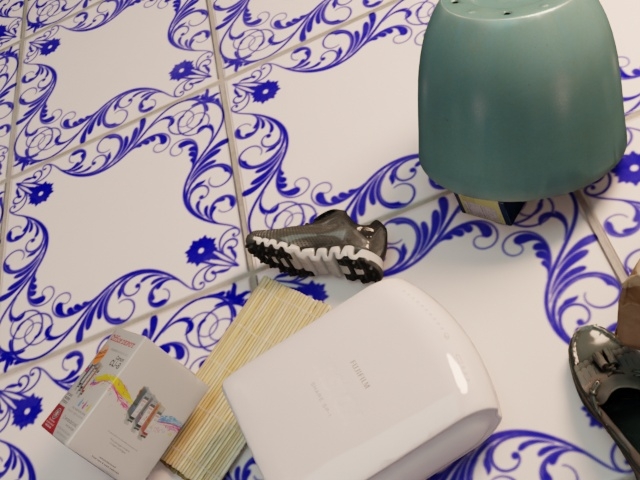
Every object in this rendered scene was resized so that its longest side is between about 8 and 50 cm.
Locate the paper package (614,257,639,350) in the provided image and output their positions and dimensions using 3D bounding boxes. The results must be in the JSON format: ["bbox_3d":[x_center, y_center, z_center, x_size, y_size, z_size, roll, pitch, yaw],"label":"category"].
[{"bbox_3d":[0.520,0.004,0.892,0.324,0.168,0.309,18,65,22],"label":"paper package"}]

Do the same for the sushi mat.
[{"bbox_3d":[-0.118,0.199,1.217,0.151,0.019,0.316,20,66,36],"label":"sushi mat"}]

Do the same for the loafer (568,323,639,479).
[{"bbox_3d":[0.354,0.190,0.934,0.096,0.084,0.268,-26,48,7],"label":"loafer"}]

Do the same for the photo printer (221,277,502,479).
[{"bbox_3d":[0.054,0.201,1.060,0.307,0.107,0.256,-32,49,-1],"label":"photo printer"}]

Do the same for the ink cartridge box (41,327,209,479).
[{"bbox_3d":[-0.270,0.230,1.175,0.176,0.127,0.128,-55,26,-19],"label":"ink cartridge box"}]

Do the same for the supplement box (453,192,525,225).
[{"bbox_3d":[0.250,-0.078,1.213,0.083,0.056,0.083,19,65,36],"label":"supplement box"}]

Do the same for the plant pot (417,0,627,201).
[{"bbox_3d":[0.267,-0.232,1.149,0.293,0.235,0.293,-8,36,6],"label":"plant pot"}]

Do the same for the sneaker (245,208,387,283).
[{"bbox_3d":[0.000,0.000,1.274,0.234,0.078,0.106,7,56,27],"label":"sneaker"}]
